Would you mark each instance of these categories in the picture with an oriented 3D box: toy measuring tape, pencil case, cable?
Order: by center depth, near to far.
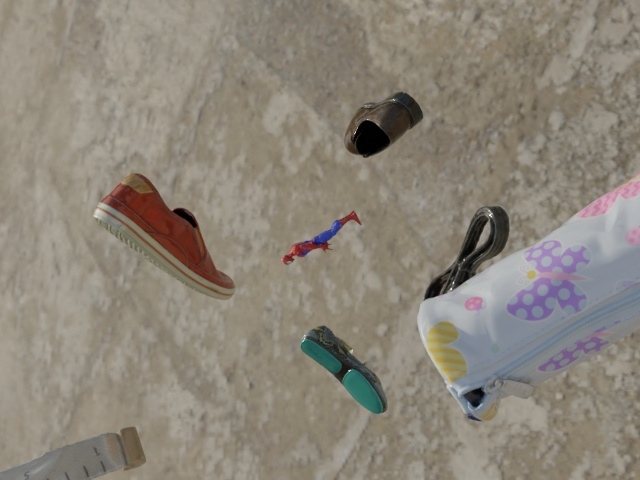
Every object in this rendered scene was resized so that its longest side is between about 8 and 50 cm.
[{"bbox_3d":[0.211,0.038,0.736,0.273,0.124,0.113,-33,93,12],"label":"pencil case"},{"bbox_3d":[-0.321,0.259,0.877,0.121,0.330,0.121,161,90,-84],"label":"toy measuring tape"},{"bbox_3d":[0.230,0.054,1.408,0.139,0.072,0.287,-115,34,-51],"label":"cable"}]

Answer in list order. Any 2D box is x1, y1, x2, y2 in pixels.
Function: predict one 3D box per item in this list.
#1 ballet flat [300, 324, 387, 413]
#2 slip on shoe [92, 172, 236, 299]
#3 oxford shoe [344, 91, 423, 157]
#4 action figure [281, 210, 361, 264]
[{"bbox_3d":[0.052,0.213,1.562,0.188,0.070,0.070,43,127,4],"label":"ballet flat"},{"bbox_3d":[-0.223,0.004,1.448,0.123,0.331,0.101,24,76,36],"label":"slip on shoe"},{"bbox_3d":[0.080,-0.182,1.550,0.096,0.083,0.227,-43,5,-19],"label":"oxford shoe"},{"bbox_3d":[0.000,0.000,1.206,0.030,0.115,0.038,62,-179,-12],"label":"action figure"}]
